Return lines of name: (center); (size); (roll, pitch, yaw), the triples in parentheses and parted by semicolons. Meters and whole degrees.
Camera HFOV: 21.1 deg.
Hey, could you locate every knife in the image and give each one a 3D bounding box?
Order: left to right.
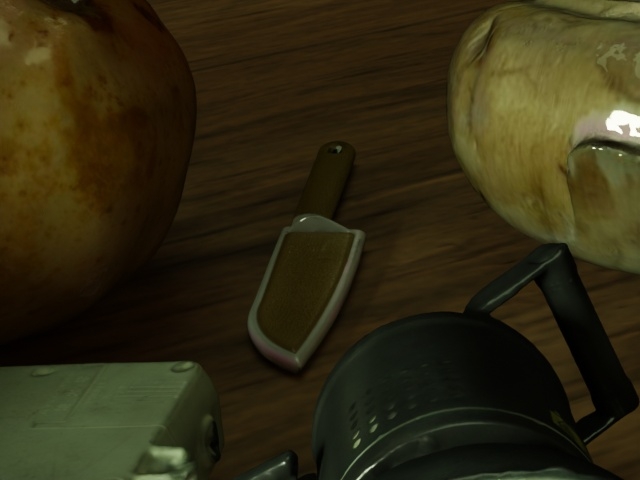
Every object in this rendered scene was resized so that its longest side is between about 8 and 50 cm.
knife: (0.000, -0.001, 0.895); (0.046, 0.022, 0.256); (4, 26, 7)

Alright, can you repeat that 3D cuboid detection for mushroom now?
mushroom: (0.183, -0.073, 0.842); (0.255, 0.184, 0.255); (9, 21, -4)

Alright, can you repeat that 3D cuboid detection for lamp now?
lamp: (0.040, 0.100, 0.573); (0.172, 0.147, 0.227); (-27, 17, 5)

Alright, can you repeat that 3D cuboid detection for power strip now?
power strip: (-0.165, 0.092, 0.676); (0.270, 0.046, 0.118); (-4, 21, 15)

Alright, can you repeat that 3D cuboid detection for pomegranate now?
pomegranate: (-0.155, -0.045, 0.816); (0.207, 0.207, 0.207); (-3, 25, 2)
